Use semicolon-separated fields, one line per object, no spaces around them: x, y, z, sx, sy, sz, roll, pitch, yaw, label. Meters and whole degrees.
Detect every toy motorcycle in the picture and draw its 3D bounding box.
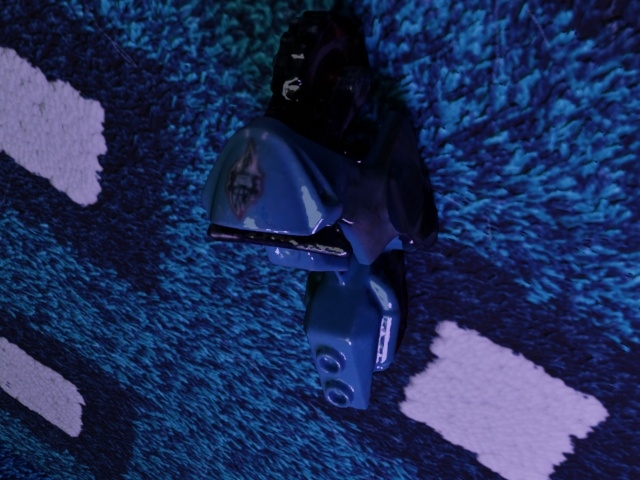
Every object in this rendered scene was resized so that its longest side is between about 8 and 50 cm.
0.000;0.000;0.876;0.172;0.232;0.416;10;133;25;toy motorcycle
